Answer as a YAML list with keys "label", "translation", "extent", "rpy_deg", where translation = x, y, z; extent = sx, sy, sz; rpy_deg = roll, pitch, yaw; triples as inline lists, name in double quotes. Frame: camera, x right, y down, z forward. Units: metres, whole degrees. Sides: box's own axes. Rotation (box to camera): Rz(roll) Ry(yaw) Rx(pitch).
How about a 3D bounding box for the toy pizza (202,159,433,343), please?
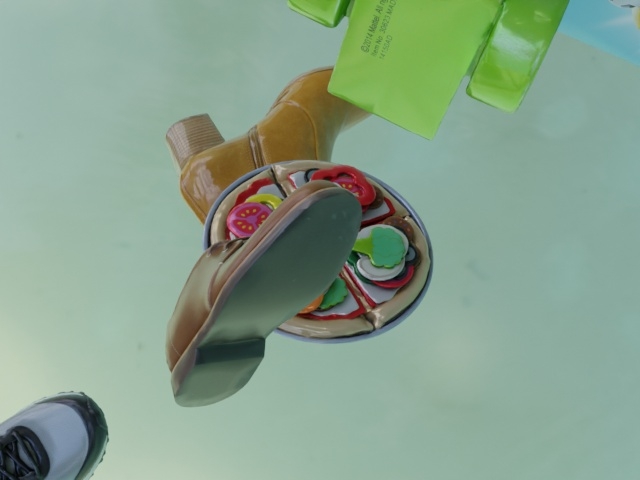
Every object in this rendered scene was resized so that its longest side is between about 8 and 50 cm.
- label: "toy pizza"
  translation: [0.000, 0.000, 0.980]
  extent: [0.201, 0.201, 0.032]
  rpy_deg: [59, 154, 31]

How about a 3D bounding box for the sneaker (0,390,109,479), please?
- label: "sneaker"
  translation: [-0.324, 0.238, 1.101]
  extent: [0.271, 0.108, 0.100]
  rpy_deg: [-31, 86, 4]

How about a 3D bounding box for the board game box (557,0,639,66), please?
- label: "board game box"
  translation: [0.325, -0.261, 1.009]
  extent: [0.254, 0.336, 0.079]
  rpy_deg: [118, 173, -58]

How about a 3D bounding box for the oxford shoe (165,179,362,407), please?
- label: "oxford shoe"
  translation: [-0.050, 0.023, 0.742]
  extent: [0.212, 0.076, 0.076]
  rpy_deg: [-49, 52, 37]

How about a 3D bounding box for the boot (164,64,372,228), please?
- label: "boot"
  translation: [-0.013, -0.081, 1.272]
  extent: [0.104, 0.295, 0.211]
  rpy_deg: [92, 153, -46]

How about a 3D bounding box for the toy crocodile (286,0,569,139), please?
- label: "toy crocodile"
  translation: [0.060, -0.151, 0.453]
  extent: [0.115, 0.340, 0.105]
  rpy_deg: [24, 64, 7]
